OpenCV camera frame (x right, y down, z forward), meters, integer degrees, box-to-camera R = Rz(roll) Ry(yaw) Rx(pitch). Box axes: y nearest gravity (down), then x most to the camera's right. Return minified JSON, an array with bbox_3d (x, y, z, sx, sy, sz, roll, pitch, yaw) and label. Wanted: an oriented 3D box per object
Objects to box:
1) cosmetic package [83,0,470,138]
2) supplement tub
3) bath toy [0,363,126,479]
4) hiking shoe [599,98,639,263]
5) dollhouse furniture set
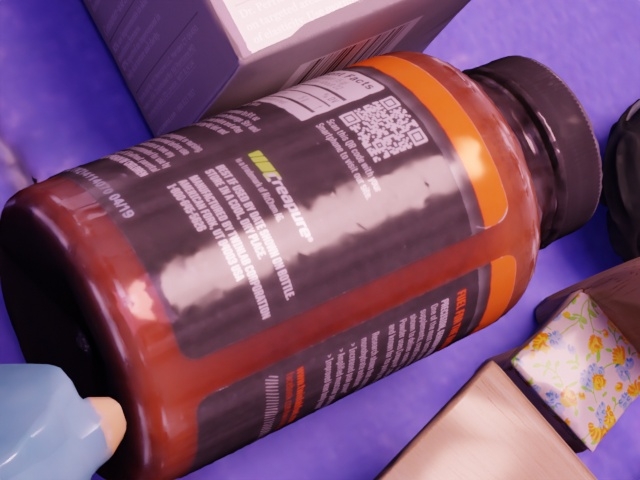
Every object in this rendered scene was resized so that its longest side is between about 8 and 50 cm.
[{"bbox_3d":[-0.047,-0.167,0.546,0.127,0.107,0.238,-24,83,-26],"label":"cosmetic package"},{"bbox_3d":[0.000,0.000,0.514,0.198,0.106,0.106,-23,85,-26],"label":"supplement tub"},{"bbox_3d":[-0.046,0.209,0.420,0.129,0.151,0.348,-39,99,-38],"label":"bath toy"},{"bbox_3d":[0.259,-0.033,0.613,0.304,0.132,0.113,0,75,-22],"label":"hiking shoe"},{"bbox_3d":[0.120,0.149,0.489,0.212,0.161,0.242,-43,94,-26],"label":"dollhouse furniture set"}]
